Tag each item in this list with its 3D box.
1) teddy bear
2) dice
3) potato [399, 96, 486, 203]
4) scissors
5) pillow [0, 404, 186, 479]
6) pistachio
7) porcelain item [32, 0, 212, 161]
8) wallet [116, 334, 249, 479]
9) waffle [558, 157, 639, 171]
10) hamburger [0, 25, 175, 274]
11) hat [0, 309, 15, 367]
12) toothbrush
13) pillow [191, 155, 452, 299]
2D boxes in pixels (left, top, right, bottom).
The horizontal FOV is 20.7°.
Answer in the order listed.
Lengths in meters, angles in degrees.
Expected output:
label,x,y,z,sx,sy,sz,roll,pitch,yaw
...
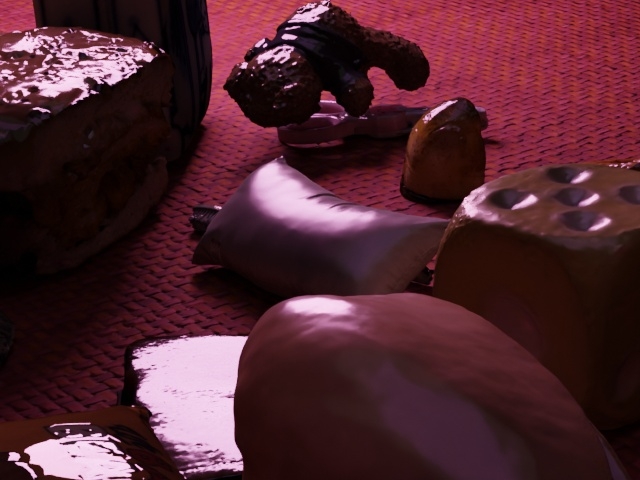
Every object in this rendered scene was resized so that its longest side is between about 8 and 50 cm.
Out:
label,x,y,z,sx,sy,sz,roll,pitch,yaw
teddy bear,-0.002,-0.208,2.014,0.182,0.129,0.251,6,24,40
dice,0.203,0.042,1.390,0.169,0.166,0.169,-23,30,-40
potato,0.121,-0.097,1.829,0.066,0.103,0.096,-14,23,-35
scissors,0.074,-0.139,2.030,0.242,0.030,0.118,-1,22,14
pillow,-0.206,0.204,1.088,0.312,0.119,0.310,-13,21,-21
pistachio,0.068,0.145,1.116,0.318,0.193,0.214,27,72,39
porcelain item,-0.215,-0.242,1.981,0.157,0.281,0.286,-1,20,7
wallet,-0.094,0.135,1.369,0.137,0.031,0.255,-4,21,-3
waffle,0.381,-0.044,1.615,0.308,0.091,0.213,-8,3,-15
hamburger,-0.309,-0.092,1.738,0.276,0.195,0.318,9,26,19
hat,-0.387,0.043,1.502,0.265,0.128,0.265,0,18,0
toothbrush,-0.012,0.002,1.697,0.294,0.026,0.028,12,44,32
pillow,0.001,0.000,1.611,0.144,0.078,0.254,-42,40,-25
